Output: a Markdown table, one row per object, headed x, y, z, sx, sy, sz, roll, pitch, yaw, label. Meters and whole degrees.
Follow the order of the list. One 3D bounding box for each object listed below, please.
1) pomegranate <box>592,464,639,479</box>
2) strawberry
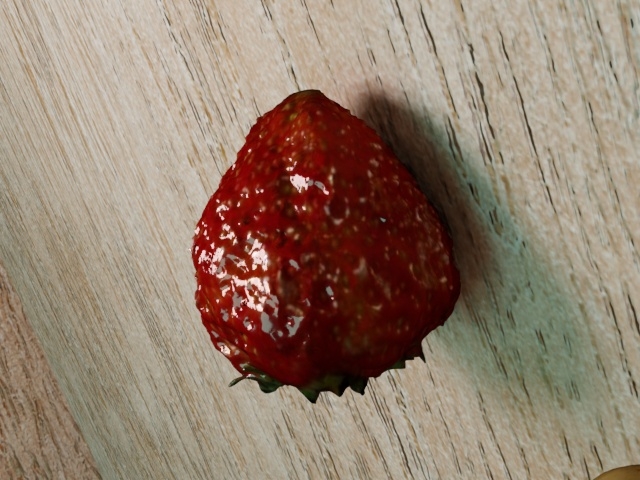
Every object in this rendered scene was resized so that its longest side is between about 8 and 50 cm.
| x | y | z | sx | sy | sz | roll | pitch | yaw | label |
| --- | --- | --- | --- | --- | --- | --- | --- | --- | --- |
| 0.273 | 0.267 | 0.917 | 0.207 | 0.207 | 0.207 | 42 | 149 | 32 | pomegranate |
| 0.000 | 0.000 | 1.092 | 0.257 | 0.257 | 0.276 | 1 | 102 | 60 | strawberry |
